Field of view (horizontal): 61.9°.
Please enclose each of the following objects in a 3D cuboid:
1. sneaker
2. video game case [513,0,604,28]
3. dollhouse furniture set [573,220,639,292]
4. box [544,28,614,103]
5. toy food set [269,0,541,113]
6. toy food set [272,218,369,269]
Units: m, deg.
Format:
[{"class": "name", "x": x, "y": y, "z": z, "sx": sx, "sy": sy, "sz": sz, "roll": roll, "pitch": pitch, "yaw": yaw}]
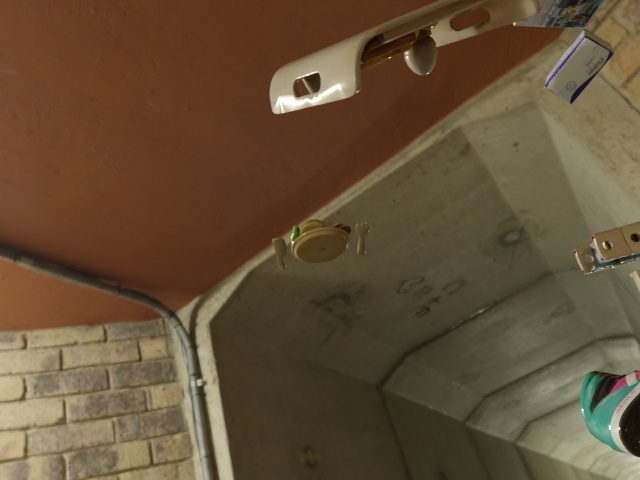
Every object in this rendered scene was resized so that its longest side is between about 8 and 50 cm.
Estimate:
[{"class": "sneaker", "x": 0.561, "y": 0.250, "z": 0.910, "sx": 0.296, "sy": 0.123, "sz": 0.178, "roll": -31, "pitch": -6, "yaw": -15}, {"class": "video game case", "x": 0.545, "y": -0.550, "z": 1.160, "sx": 0.184, "sy": 0.023, "sz": 0.201, "roll": -1, "pitch": -27, "yaw": -8}, {"class": "dollhouse furniture set", "x": 0.682, "y": 0.072, "z": 1.195, "sx": 0.129, "sy": 0.183, "sz": 0.129, "roll": -15, "pitch": -19, "yaw": 2}, {"class": "box", "x": 0.565, "y": -0.384, "z": 1.171, "sx": 0.126, "sy": 0.072, "sz": 0.137, "roll": -58, "pitch": -5, "yaw": 35}, {"class": "toy food set", "x": 0.103, "y": -0.245, "z": 0.712, "sx": 0.306, "sy": 0.220, "sz": 0.092, "roll": -31, "pitch": -70, "yaw": -22}, {"class": "toy food set", "x": 0.000, "y": 0.000, "z": 1.089, "sx": 0.192, "sy": 0.038, "sz": 0.132, "roll": -9, "pitch": -33, "yaw": -5}]
